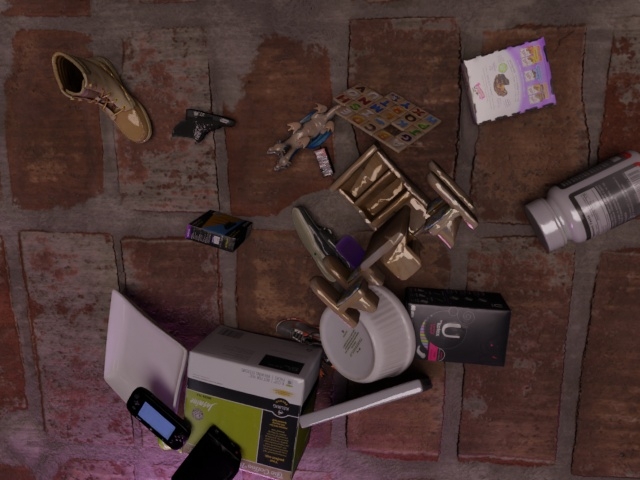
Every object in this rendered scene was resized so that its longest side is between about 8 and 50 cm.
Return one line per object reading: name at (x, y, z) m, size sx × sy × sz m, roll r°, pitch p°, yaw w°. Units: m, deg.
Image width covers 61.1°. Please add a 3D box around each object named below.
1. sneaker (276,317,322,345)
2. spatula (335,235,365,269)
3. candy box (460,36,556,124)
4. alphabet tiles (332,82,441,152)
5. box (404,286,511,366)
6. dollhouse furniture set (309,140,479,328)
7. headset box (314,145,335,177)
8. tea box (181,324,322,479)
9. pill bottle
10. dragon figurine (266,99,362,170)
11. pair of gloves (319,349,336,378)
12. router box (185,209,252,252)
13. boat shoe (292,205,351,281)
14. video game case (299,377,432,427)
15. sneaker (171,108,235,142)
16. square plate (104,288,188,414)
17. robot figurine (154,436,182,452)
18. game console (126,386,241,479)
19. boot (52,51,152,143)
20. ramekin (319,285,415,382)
sneaker at (-0.055, 0.270, 1.580) m, size 0.157 × 0.065 × 0.061 m, roll 9°, pitch 104°, yaw 4°
spatula at (0.140, 0.117, 1.529) m, size 0.030 × 0.084 × 0.296 m, roll -18°, pitch 110°, yaw 40°
candy box at (0.468, -0.396, 1.359) m, size 0.196 × 0.070 × 0.165 m, roll -14°, pitch 102°, yaw 9°
alphabet tiles at (0.156, -0.319, 1.356) m, size 0.237 × 0.198 × 0.009 m, roll 37°, pitch 141°, yaw 20°
box at (0.364, 0.232, 1.483) m, size 0.270 × 0.143 × 0.165 m, roll 3°, pitch 104°, yaw 5°
dollhouse furniture set at (0.142, -0.063, 1.299) m, size 0.256 × 0.394 × 0.362 m, roll 45°, pitch 112°, yaw -5°
headset box at (0.010, -0.215, 1.459) m, size 0.032 × 0.062 × 0.083 m, roll -17°, pitch 100°, yaw 10°
tea box at (-0.192, 0.455, 1.546) m, size 0.328 × 0.220 × 0.324 m, roll 12°, pitch 104°, yaw 11°
pill bottle at (0.677, -0.093, 1.361) m, size 0.283 × 0.161 × 0.161 m, roll -27°, pitch 99°, yaw 12°
dragon figurine at (-0.020, -0.294, 1.431) m, size 0.289 × 0.144 × 0.085 m, roll -38°, pitch 95°, yaw -6°
pair of gloves at (0.008, 0.372, 1.625) m, size 0.083 × 0.010 × 0.074 m, roll -41°, pitch 96°, yaw 13°
router box at (-0.272, -0.028, 1.475) m, size 0.133 × 0.179 × 0.046 m, roll 16°, pitch 107°, yaw 2°
boat shoe at (0.000, 0.000, 1.516) m, size 0.079 × 0.084 × 0.233 m, roll -34°, pitch 91°, yaw -23°
video game case at (0.137, 0.441, 1.490) m, size 0.328 × 0.300 × 0.036 m, roll -20°, pitch 72°, yaw 11°
sneaker at (-0.320, -0.306, 1.483) m, size 0.170 × 0.051 × 0.089 m, roll 15°, pitch 105°, yaw 8°
square plate at (-0.509, 0.360, 1.579) m, size 0.347 × 0.049 × 0.344 m, roll 30°, pitch 118°, yaw 30°
robot figurine at (-0.461, 0.619, 1.708) m, size 0.115 × 0.067 × 0.101 m, roll -19°, pitch 120°, yaw 10°
game console at (-0.390, 0.550, 1.482) m, size 0.361 × 0.044 × 0.213 m, roll 39°, pitch 110°, yaw 6°
boot at (-0.565, -0.367, 1.414) m, size 0.095 × 0.203 × 0.262 m, roll -28°, pitch 97°, yaw 13°
ramekin at (0.112, 0.253, 1.453) m, size 0.272 × 0.127 × 0.273 m, roll 21°, pitch 119°, yaw 44°
